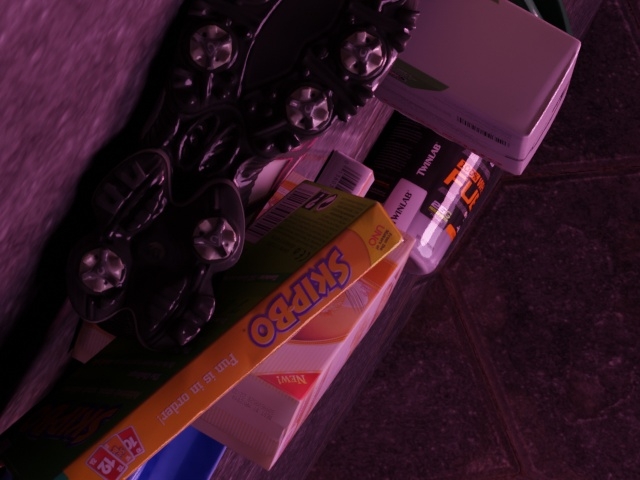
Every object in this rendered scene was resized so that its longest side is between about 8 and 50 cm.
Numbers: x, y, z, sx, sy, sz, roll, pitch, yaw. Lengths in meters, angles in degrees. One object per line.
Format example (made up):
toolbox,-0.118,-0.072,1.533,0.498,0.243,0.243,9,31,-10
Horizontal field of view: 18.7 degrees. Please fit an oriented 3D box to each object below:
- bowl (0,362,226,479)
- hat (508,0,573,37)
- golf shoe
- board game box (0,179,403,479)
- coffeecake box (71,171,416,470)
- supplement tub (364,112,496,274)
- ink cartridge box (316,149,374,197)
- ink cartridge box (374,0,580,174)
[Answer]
bowl,-0.162,0.199,1.338,0.391,0.077,0.391,-58,173,-11
hat,0.115,-0.201,1.747,0.183,0.208,0.173,-22,-141,18
golf shoe,-0.048,-0.071,1.045,0.273,0.105,0.120,-54,-172,1
board game box,-0.079,0.063,1.061,0.259,0.039,0.124,-38,-163,-10
coffeecake box,-0.045,0.035,1.215,0.185,0.142,0.068,-52,169,-49
supplement tub,0.111,-0.070,2.004,0.190,0.117,0.117,-59,173,-11
ink cartridge box,0.000,0.000,1.807,0.145,0.045,0.179,-59,170,-4
ink cartridge box,0.121,-0.142,1.602,0.092,0.160,0.219,-60,174,-3
